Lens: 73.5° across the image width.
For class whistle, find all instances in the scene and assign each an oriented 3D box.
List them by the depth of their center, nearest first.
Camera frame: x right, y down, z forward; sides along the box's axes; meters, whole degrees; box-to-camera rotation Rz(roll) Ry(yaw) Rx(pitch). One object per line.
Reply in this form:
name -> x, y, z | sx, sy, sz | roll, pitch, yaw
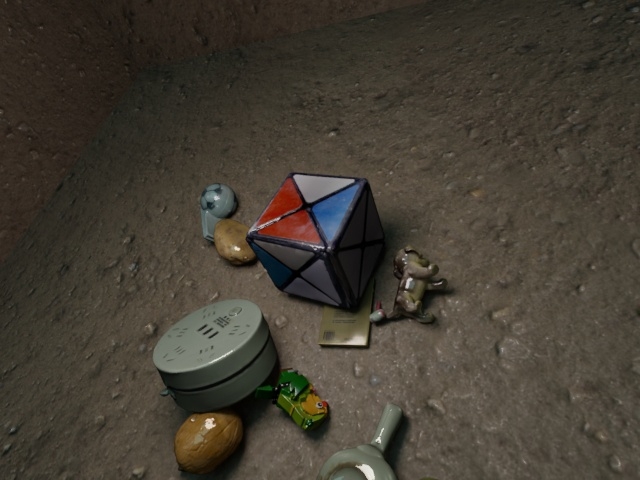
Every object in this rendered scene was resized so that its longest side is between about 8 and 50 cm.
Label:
whistle -> -0.418, -0.138, 1.778 | 0.163, 0.163, 0.290 | -25, 50, 6

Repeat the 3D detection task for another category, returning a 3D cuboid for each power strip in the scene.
power strip -> -0.317, 0.334, 1.274 | 0.357, 0.162, 0.357 | -14, 24, 6

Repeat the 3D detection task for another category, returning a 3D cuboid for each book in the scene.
book -> 0.084, 0.224, 1.351 | 0.161, 0.026, 0.231 | -3, 54, 22

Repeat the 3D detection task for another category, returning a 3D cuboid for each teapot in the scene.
teapot -> 0.124, 0.551, 1.002 | 0.318, 0.149, 0.220 | -44, 43, -10

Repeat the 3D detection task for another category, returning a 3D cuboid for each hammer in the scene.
hammer -> 0.174, 0.214, 1.305 | 0.052, 0.031, 0.083 | -34, 19, 26

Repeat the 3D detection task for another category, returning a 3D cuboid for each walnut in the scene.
walnut -> -0.314, 0.550, 1.201 | 0.197, 0.165, 0.165 | -44, 49, -7

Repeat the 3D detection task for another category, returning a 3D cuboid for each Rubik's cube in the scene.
Rubik's cube -> 0.000, 0.000, 1.351 | 0.306, 0.310, 0.305 | 8, 54, 30

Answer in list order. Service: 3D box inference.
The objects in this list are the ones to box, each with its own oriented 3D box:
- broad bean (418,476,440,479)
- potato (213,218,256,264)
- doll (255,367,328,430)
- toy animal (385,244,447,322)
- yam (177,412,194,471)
broad bean -> 0.266, 0.635, 0.935 | 0.153, 0.072, 0.207 | -35, 37, -6
potato -> -0.329, 0.009, 1.638 | 0.234, 0.128, 0.161 | 28, 48, 24
doll -> -0.068, 0.444, 1.195 | 0.186, 0.106, 0.134 | 32, 31, 23
toy animal -> 0.282, 0.128, 1.276 | 0.168, 0.121, 0.233 | -3, 63, 44
yam -> -0.375, 0.529, 1.324 | 0.045, 0.045, 0.327 | -30, 41, 43
